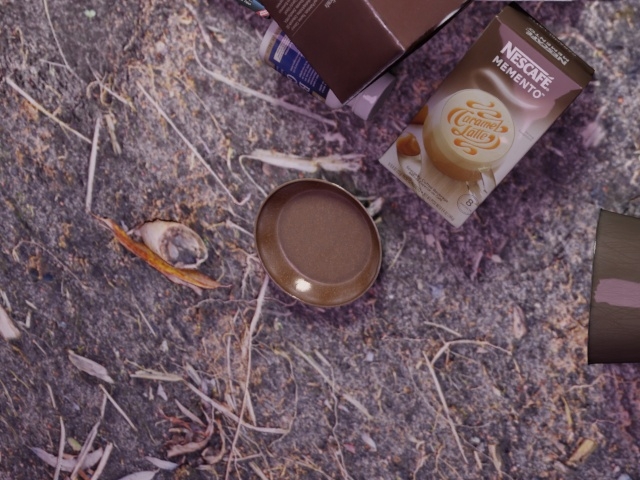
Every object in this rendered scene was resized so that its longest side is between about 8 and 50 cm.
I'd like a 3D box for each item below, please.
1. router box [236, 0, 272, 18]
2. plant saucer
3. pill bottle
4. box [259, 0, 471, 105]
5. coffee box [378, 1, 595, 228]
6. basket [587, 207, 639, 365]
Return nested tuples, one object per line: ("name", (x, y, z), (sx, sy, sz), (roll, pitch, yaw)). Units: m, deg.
("router box", (-0.095, -0.366, 1.398), (0.122, 0.038, 0.092), (31, 119, 9))
("plant saucer", (0.000, 0.000, 1.510), (0.199, 0.036, 0.198), (9, 115, 21))
("pill bottle", (0.012, -0.232, 1.374), (0.169, 0.094, 0.094), (35, 121, 7))
("box", (0.051, -0.309, 1.251), (0.203, 0.168, 0.167), (52, 150, -3))
("coffee box", (0.207, -0.156, 1.317), (0.141, 0.098, 0.246), (40, 121, 4))
("basket", (0.450, 0.067, 1.278), (0.227, 0.154, 0.204), (4, 110, 18))
